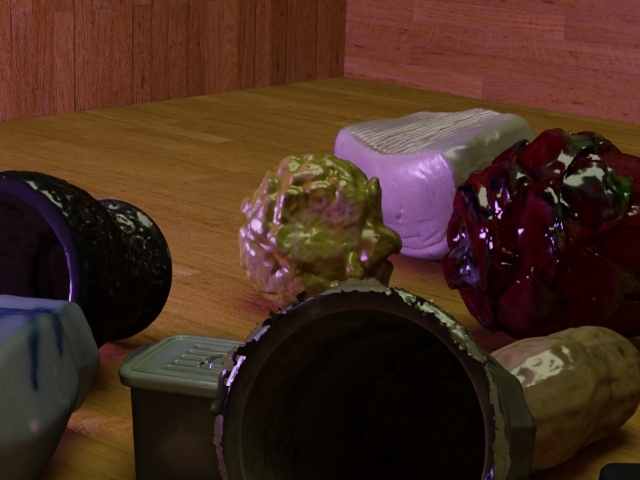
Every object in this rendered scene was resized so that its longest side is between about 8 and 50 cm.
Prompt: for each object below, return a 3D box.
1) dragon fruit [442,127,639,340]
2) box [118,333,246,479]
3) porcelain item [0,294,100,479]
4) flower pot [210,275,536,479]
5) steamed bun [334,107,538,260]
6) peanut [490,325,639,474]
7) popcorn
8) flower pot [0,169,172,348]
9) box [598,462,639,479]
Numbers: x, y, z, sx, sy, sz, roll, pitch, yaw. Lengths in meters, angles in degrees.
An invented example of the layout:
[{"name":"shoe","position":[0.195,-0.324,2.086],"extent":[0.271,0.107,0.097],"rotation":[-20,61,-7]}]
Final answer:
[{"name":"dragon fruit","position":[0.327,0.002,2.064],"extent":[0.329,0.329,0.329],"rotation":[2,15,0]},{"name":"box","position":[-0.086,0.191,1.620],"extent":[0.243,0.135,0.163],"rotation":[5,14,16]},{"name":"porcelain item","position":[-0.384,0.172,1.571],"extent":[0.242,0.179,0.405],"rotation":[5,12,14]},{"name":"flower pot","position":[0.077,0.180,1.430],"extent":[0.290,0.290,0.259],"rotation":[9,0,26]},{"name":"steamed bun","position":[0.195,-0.083,2.530],"extent":[0.247,0.236,0.383],"rotation":[-19,16,-29]},{"name":"peanut","position":[0.266,0.173,1.710],"extent":[0.291,0.143,0.159],"rotation":[-13,-3,-44]},{"name":"popcorn","position":[0.000,0.000,2.241],"extent":[0.259,0.259,0.212],"rotation":[1,0,-4]},{"name":"flower pot","position":[-0.334,0.044,1.951],"extent":[0.266,0.267,0.267],"rotation":[9,5,25]},{"name":"box","position":[0.403,0.272,1.535],"extent":[0.230,0.050,0.160],"rotation":[2,14,-2]}]
